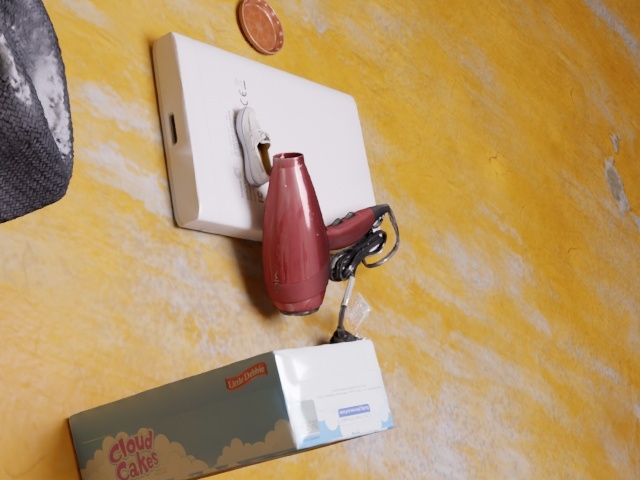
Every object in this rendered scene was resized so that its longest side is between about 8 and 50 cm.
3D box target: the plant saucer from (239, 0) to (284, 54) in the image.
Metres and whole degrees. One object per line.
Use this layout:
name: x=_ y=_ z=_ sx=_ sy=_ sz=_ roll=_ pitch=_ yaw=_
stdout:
plant saucer: x=-0.080 y=-0.286 z=1.572 sx=0.083 sy=0.013 sz=0.084 roll=29 pitch=50 yaw=-42

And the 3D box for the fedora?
fedora: x=-0.294 y=-0.121 z=0.954 sx=0.334 sy=0.152 sz=0.334 roll=-11 pitch=90 yaw=-86

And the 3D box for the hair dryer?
hair dryer: x=0.000 y=0.000 z=1.433 sx=0.293 sy=0.080 sz=0.224 roll=58 pitch=41 yaw=-48

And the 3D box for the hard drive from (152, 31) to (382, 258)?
hard drive: x=-0.058 y=-0.108 z=1.478 sx=0.353 sy=0.047 sz=0.233 roll=10 pitch=64 yaw=-51

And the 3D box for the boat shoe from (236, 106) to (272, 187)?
boat shoe: x=-0.073 y=-0.114 z=1.387 sx=0.035 sy=0.035 sz=0.100 roll=13 pitch=63 yaw=-50

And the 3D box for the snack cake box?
snack cake box: x=-0.086 y=0.170 z=1.097 sx=0.152 sy=0.264 sz=0.089 roll=-1 pitch=74 yaw=-54
